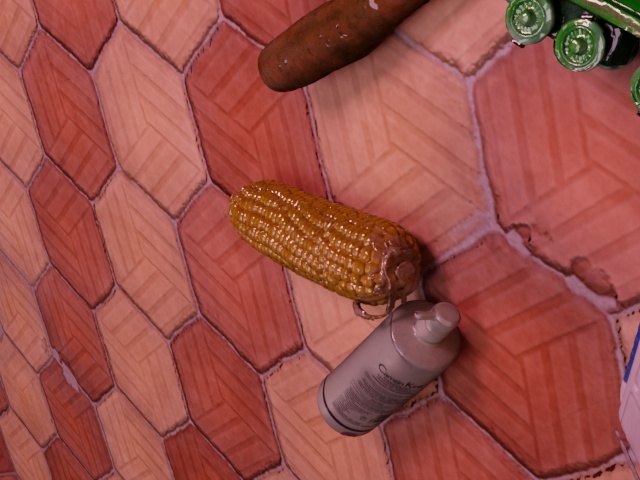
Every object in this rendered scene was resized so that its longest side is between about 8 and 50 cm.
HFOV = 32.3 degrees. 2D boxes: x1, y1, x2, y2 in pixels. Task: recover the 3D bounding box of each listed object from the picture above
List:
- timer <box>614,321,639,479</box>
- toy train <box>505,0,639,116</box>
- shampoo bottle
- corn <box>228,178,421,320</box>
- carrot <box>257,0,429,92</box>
[{"bbox_3d":[0.296,0.146,0.830,0.253,0.078,0.178,-100,10,-54],"label":"timer"},{"bbox_3d":[0.246,-0.160,0.812,0.251,0.085,0.119,37,122,30],"label":"toy train"},{"bbox_3d":[0.081,0.134,1.215,0.085,0.085,0.262,56,145,13],"label":"shampoo bottle"},{"bbox_3d":[0.000,0.000,1.233,0.293,0.106,0.106,24,129,50],"label":"corn"},{"bbox_3d":[0.051,-0.221,1.052,0.342,0.070,0.070,-23,92,51],"label":"carrot"}]
